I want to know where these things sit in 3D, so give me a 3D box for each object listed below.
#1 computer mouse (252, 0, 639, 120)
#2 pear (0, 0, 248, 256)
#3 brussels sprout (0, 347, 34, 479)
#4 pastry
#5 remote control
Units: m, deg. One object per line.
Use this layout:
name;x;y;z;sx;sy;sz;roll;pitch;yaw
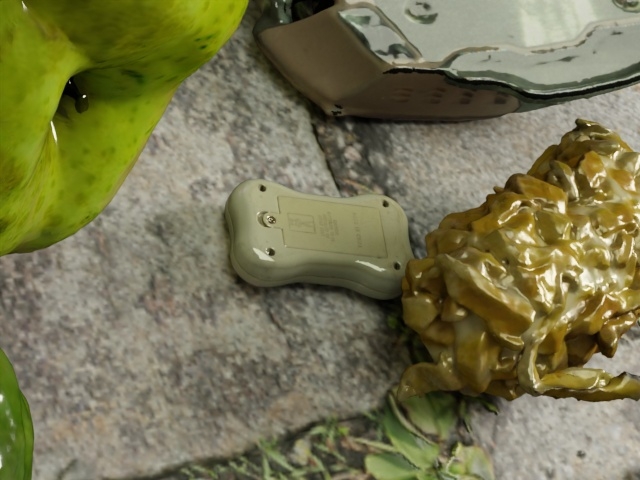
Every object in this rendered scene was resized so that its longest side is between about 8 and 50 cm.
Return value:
computer mouse;0.094;-0.165;1.144;0.389;0.115;0.199;-5;68;-8
pear;-0.217;-0.159;0.818;0.391;0.391;0.391;14;50;-17
brussels sprout;-0.215;0.089;0.778;0.131;0.145;0.183;6;53;-56
pastry;0.147;0.028;1.019;0.154;0.102;0.250;52;47;0
remote control;0.000;0.000;1.018;0.122;0.032;0.074;7;53;-21
